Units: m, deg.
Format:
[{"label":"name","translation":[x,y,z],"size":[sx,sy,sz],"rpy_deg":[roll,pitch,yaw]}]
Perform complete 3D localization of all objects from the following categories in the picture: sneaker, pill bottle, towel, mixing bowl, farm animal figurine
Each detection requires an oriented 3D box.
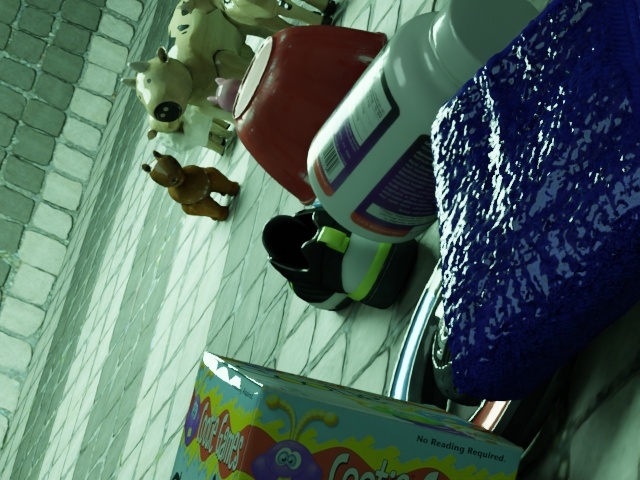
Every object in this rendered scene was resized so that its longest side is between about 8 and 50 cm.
[{"label":"sneaker","translation":[0.000,0.000,1.369],"size":[0.084,0.097,0.235],"rpy_deg":[-68,14,-9]},{"label":"pill bottle","translation":[0.077,-0.089,1.206],"size":[0.193,0.108,0.108],"rpy_deg":[-49,22,50]},{"label":"towel","translation":[0.161,-0.083,0.865],"size":[0.308,0.076,0.227],"rpy_deg":[-48,21,32]},{"label":"mixing bowl","translation":[-0.021,-0.136,1.675],"size":[0.181,0.098,0.181],"rpy_deg":[-58,17,28]},{"label":"farm animal figurine","translation":[-0.130,-0.208,2.043],"size":[0.330,0.172,0.327],"rpy_deg":[-61,15,22]}]

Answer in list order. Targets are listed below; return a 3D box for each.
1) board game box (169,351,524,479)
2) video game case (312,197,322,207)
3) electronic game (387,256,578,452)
[{"label":"board game box","translation":[-0.016,0.213,0.906],"size":[0.142,0.144,0.275],"rpy_deg":[-168,93,-75]},{"label":"video game case","translation":[0.055,-0.098,1.448],"size":[0.166,0.015,0.119],"rpy_deg":[-59,13,-10]},{"label":"electronic game","translation":[0.095,0.052,1.031],"size":[0.229,0.048,0.229],"rpy_deg":[-58,16,27]}]
